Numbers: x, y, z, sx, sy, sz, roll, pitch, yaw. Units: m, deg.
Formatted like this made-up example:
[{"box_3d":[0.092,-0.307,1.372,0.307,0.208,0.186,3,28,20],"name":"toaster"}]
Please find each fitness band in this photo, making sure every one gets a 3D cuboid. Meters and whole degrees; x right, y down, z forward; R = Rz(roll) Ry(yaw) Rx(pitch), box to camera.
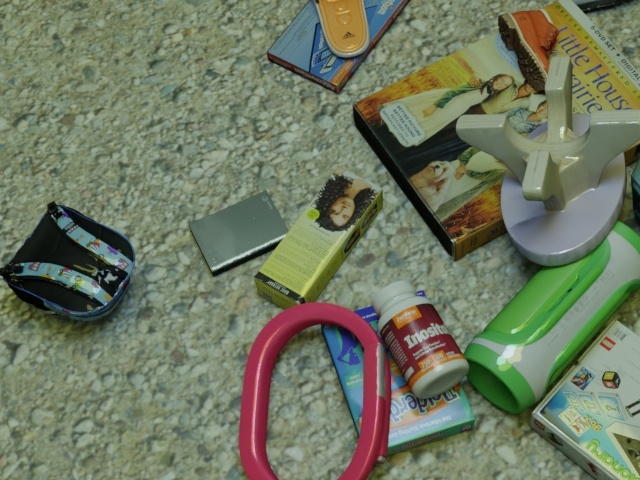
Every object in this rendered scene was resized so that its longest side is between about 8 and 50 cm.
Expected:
[{"box_3d":[-0.008,0.224,1.455,0.209,0.054,0.290,-5,66,23],"name":"fitness band"}]

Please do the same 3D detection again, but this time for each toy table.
[{"box_3d":[0.329,-0.119,1.488,0.252,0.161,0.274,-8,48,17],"name":"toy table"}]

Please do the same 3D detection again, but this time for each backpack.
[{"box_3d":[-0.357,0.046,1.576,0.173,0.117,0.158,23,65,16],"name":"backpack"}]

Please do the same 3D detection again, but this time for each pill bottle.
[{"box_3d":[0.132,0.133,1.453,0.086,0.086,0.152,-25,63,-9],"name":"pill bottle"}]

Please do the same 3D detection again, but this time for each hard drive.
[{"box_3d":[-0.124,-0.012,1.644,0.135,0.022,0.094,-25,62,-9],"name":"hard drive"}]

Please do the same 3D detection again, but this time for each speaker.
[{"box_3d":[0.333,0.101,1.487,0.131,0.131,0.296,39,71,22],"name":"speaker"}]

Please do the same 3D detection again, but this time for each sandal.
[{"box_3d":[0.029,-0.432,1.799,0.102,0.076,0.265,-15,61,-4],"name":"sandal"}]

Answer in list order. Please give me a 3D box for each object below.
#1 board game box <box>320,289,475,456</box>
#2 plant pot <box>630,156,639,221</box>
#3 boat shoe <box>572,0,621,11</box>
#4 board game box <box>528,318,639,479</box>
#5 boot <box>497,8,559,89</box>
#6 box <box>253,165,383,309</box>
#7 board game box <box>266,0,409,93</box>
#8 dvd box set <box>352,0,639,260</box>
[{"box_3d":[0.107,0.190,1.501,0.160,0.047,0.210,-18,62,-5],"name":"board game box"},{"box_3d":[0.587,-0.082,1.512,0.252,0.248,0.247,-32,63,3],"name":"plant pot"},{"box_3d":[0.480,-0.418,1.809,0.142,0.040,0.049,-10,52,-1],"name":"boat shoe"},{"box_3d":[0.461,0.269,1.427,0.305,0.053,0.193,39,70,22],"name":"board game box"},{"box_3d":[0.348,-0.308,1.678,0.085,0.059,0.158,-14,59,-8],"name":"boot"},{"box_3d":[0.000,0.000,1.608,0.087,0.058,0.232,28,68,18],"name":"box"},{"box_3d":[0.046,-0.387,1.833,0.145,0.027,0.281,28,67,20],"name":"board game box"},{"box_3d":[0.306,-0.188,1.684,0.420,0.062,0.307,-27,63,-10],"name":"dvd box set"}]
